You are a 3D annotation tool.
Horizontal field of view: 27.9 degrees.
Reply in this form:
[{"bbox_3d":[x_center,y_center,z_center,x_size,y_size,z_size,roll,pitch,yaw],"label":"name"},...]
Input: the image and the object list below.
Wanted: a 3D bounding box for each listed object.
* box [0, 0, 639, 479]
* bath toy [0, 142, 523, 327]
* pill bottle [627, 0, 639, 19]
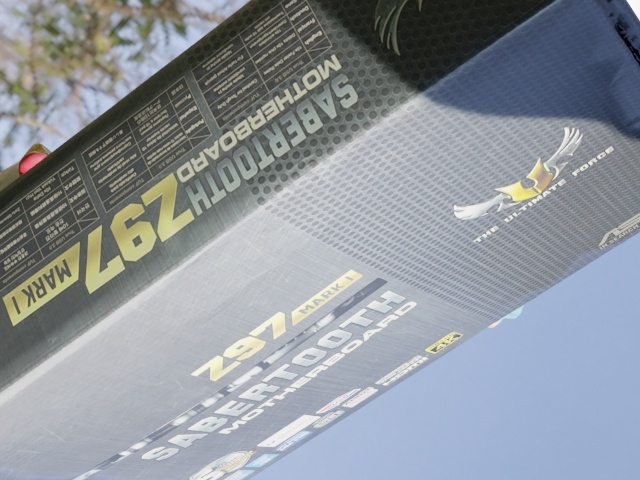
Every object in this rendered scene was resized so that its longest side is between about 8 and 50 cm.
[{"bbox_3d":[0.000,0.000,0.404,0.232,0.183,0.059,-35,-115,14],"label":"box"},{"bbox_3d":[-0.039,-0.019,0.767,0.129,0.348,0.151,99,-19,-47],"label":"bath toy"},{"bbox_3d":[0.173,-0.203,0.591,0.229,0.131,0.131,-51,-146,5],"label":"pill bottle"}]
